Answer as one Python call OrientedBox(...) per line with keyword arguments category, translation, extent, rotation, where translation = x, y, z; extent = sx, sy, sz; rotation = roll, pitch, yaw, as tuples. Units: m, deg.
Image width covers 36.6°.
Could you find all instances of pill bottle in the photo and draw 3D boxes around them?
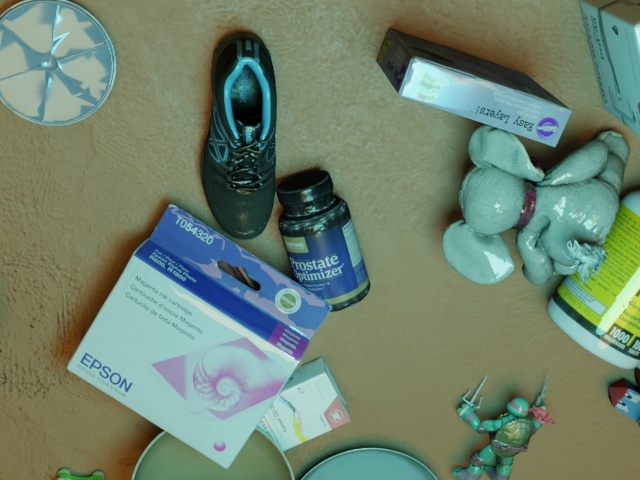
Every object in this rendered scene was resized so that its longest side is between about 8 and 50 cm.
OrientedBox(category="pill bottle", translation=(0.000, 0.000, 1.618), extent=(0.123, 0.123, 0.219), rotation=(-17, 111, 1))
OrientedBox(category="pill bottle", translation=(0.553, 0.038, 1.653), extent=(0.188, 0.188, 0.334), rotation=(28, 105, -15))

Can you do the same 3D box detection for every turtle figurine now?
OrientedBox(category="turtle figurine", translation=(0.336, 0.351, 1.791), extent=(0.175, 0.118, 0.234), rotation=(14, 114, -11))

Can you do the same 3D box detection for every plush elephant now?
OrientedBox(category="plush elephant", translation=(0.333, -0.060, 1.569), extent=(0.255, 0.330, 0.272), rotation=(25, 114, 5))

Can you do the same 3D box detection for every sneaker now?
OrientedBox(category="sneaker", translation=(-0.130, -0.150, 1.540), extent=(0.125, 0.139, 0.341), rotation=(-4, 112, -7))

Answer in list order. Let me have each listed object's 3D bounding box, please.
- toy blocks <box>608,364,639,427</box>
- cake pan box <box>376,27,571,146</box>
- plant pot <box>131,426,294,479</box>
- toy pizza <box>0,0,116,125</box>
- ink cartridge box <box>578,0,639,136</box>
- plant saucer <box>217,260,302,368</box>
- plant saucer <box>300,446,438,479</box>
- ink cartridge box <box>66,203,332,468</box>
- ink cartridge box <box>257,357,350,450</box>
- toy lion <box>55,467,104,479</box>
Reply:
OrientedBox(category="toy blocks", translation=(0.670, 0.226, 1.761), extent=(0.261, 0.191, 0.381), rotation=(32, 103, -4))
OrientedBox(category="cake pan box", translation=(0.232, -0.240, 1.489), extent=(0.267, 0.246, 0.070), rotation=(15, 112, -13))
OrientedBox(category="plant pot", translation=(-0.198, 0.472, 1.718), extent=(0.284, 0.284, 0.191), rotation=(8, 152, -9))
OrientedBox(category="toy pizza", translation=(-0.422, -0.280, 1.520), extent=(0.201, 0.032, 0.201), rotation=(-2, 110, -6))
OrientedBox(category="ink cartridge box", translation=(0.509, -0.274, 1.485), extent=(0.117, 0.283, 0.207), rotation=(-19, 111, 5))
OrientedBox(category="plant saucer", translation=(-0.204, 0.173, 1.701), extent=(0.259, 0.048, 0.258), rotation=(-30, 110, 5))
OrientedBox(category="plant saucer", translation=(0.085, 0.528, 1.861), extent=(0.317, 0.044, 0.317), rotation=(-2, 108, -5))
OrientedBox(category="ink cartridge box", translation=(-0.202, 0.162, 1.600), extent=(0.324, 0.071, 0.330), rotation=(32, 106, -1))
OrientedBox(category="ink cartridge box", translation=(-0.060, 0.309, 1.754), extent=(0.198, 0.067, 0.115), rotation=(-25, 111, 4))
OrientedBox(category="toy lion", translation=(-0.441, 0.472, 1.798), extent=(0.100, 0.034, 0.096), rotation=(7, 117, -8))
